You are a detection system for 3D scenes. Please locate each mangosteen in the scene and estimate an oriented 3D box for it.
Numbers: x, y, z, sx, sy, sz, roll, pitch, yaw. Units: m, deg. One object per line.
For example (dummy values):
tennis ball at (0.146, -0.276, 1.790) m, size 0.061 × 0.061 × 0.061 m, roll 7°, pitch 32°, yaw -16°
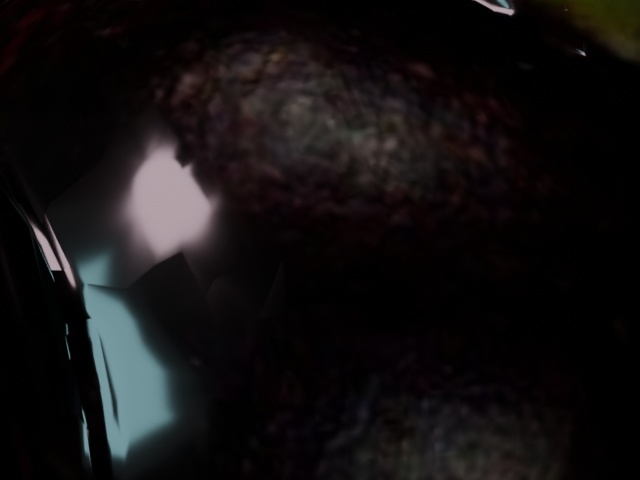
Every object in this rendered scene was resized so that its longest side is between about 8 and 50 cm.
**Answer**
mangosteen at (-0.004, 0.003, 0.530) m, size 0.287 × 0.233 × 0.288 m, roll 171°, pitch 90°, yaw -67°
